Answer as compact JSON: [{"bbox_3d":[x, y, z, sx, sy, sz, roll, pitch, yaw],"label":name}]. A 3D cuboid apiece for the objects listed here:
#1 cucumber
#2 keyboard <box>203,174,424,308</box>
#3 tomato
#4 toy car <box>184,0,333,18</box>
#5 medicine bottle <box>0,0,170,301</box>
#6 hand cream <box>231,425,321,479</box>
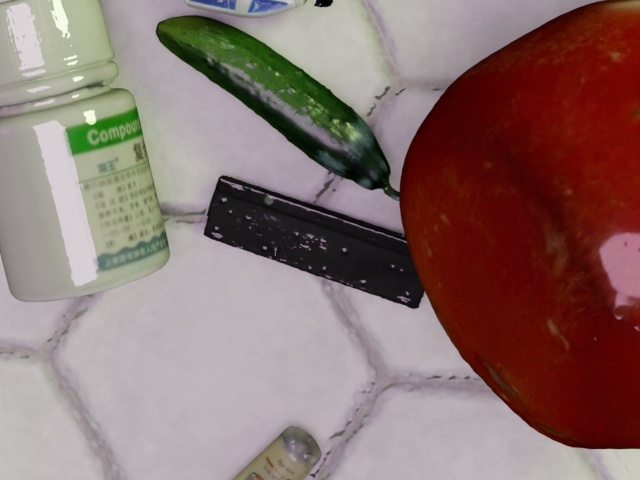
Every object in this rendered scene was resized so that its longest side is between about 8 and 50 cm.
[{"bbox_3d":[-0.025,-0.112,1.432,0.250,0.056,0.056,37,100,-3],"label":"cucumber"},{"bbox_3d":[0.000,0.000,1.470,0.196,0.018,0.060,19,108,-1],"label":"keyboard"},{"bbox_3d":[0.227,-0.012,1.308,0.293,0.290,0.325,-27,64,-8],"label":"tomato"},{"bbox_3d":[-0.072,-0.218,1.401,0.171,0.080,0.070,10,103,0],"label":"toy car"},{"bbox_3d":[-0.210,-0.079,1.405,0.139,0.139,0.236,-12,98,5],"label":"medicine bottle"},{"bbox_3d":[-0.057,0.218,1.503,0.061,0.039,0.143,39,104,-7],"label":"hand cream"}]
